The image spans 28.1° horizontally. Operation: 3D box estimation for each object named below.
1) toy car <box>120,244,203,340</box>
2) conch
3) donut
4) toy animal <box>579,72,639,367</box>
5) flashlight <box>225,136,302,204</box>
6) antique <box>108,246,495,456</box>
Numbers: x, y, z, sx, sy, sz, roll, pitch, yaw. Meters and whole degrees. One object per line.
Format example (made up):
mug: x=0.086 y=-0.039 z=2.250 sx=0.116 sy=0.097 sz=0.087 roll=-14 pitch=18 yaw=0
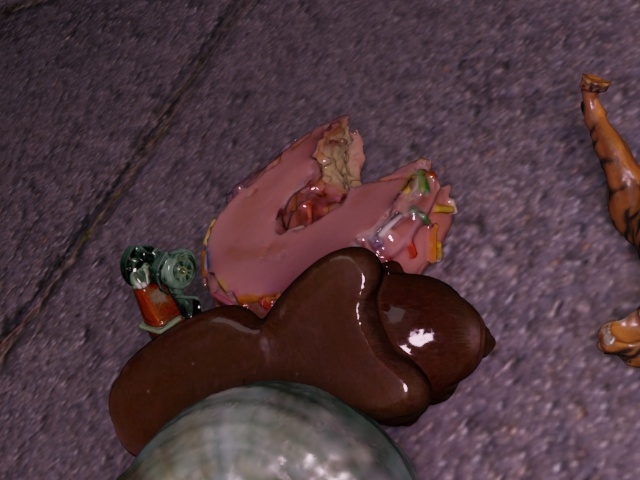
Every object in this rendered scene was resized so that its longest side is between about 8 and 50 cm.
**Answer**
toy car: x=-0.114 y=0.069 z=1.026 sx=0.054 sy=0.143 sz=0.073 roll=-38 pitch=28 yaw=-30
conch: x=-0.024 y=0.187 z=0.731 sx=0.220 sy=0.195 sz=0.277 roll=17 pitch=17 yaw=26
donut: x=0.000 y=0.000 z=1.047 sx=0.199 sy=0.085 sz=0.233 roll=-42 pitch=31 yaw=-4
toy animal: x=0.223 y=-0.024 z=0.845 sx=0.255 sy=0.114 sz=0.116 roll=-96 pitch=18 yaw=-60
flashlight: x=-0.045 y=-0.062 z=1.230 sx=0.110 sy=0.052 sz=0.031 roll=-35 pitch=66 yaw=21
antique: x=-0.005 y=0.090 z=0.896 sx=0.257 sy=0.143 sz=0.121 roll=-25 pitch=77 yaw=24
